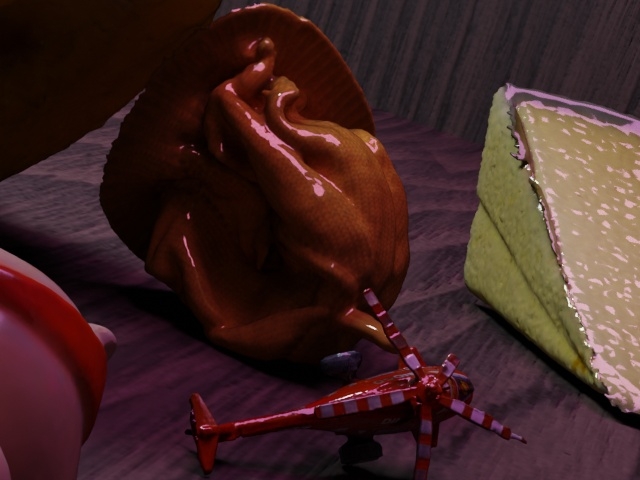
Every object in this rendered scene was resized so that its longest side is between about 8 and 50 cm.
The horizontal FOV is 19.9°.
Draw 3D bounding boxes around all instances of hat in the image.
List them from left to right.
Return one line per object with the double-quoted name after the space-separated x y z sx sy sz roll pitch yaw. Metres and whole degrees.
0.000 0.000 1.254 0.233 0.244 0.233 1 32 -35 "hat"

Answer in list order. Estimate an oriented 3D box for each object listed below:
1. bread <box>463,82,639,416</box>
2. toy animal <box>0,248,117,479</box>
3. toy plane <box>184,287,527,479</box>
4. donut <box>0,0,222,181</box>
0.335 0.040 1.545 0.345 0.242 0.405 13 8 -13 "bread"
-0.169 0.069 0.696 0.171 0.171 0.198 19 18 2 "toy animal"
0.011 0.107 1.046 0.194 0.126 0.077 -30 3 -31 "toy plane"
-0.223 -0.170 1.182 0.163 0.377 0.435 60 6 14 "donut"
